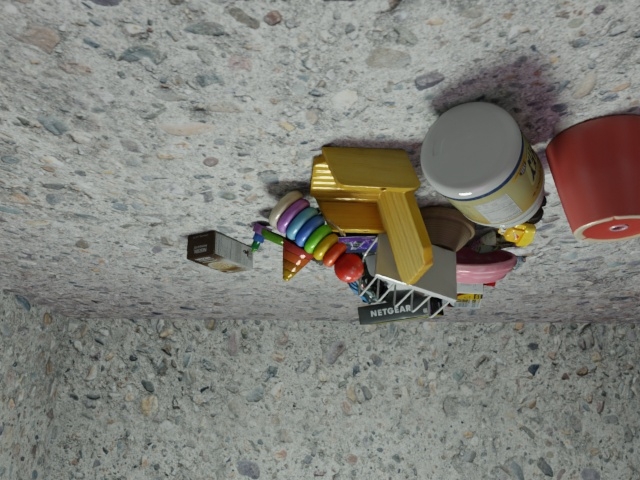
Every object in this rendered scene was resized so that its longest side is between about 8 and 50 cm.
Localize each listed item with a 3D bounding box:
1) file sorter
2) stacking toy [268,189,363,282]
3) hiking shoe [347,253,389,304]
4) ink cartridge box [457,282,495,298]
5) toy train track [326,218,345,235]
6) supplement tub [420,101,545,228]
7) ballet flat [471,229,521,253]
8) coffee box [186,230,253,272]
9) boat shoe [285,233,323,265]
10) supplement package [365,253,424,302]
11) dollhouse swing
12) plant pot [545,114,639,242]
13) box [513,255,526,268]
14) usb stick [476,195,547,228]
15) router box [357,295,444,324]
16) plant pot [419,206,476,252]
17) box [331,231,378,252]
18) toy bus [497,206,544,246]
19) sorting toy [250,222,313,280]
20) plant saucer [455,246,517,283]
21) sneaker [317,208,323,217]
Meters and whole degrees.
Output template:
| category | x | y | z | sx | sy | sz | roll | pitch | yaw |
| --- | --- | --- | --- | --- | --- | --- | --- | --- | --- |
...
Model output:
| category | x | y | z | sx | sy | sz | roll | pitch | yaw |
| --- | --- | --- | --- | --- | --- | --- | --- | --- | --- |
| file sorter | 0.284 | 0.117 | 1.792 | 0.278 | 0.193 | 0.173 | 18 | 141 | -10 |
| stacking toy | 0.000 | 0.000 | 1.660 | 0.330 | 0.141 | 0.141 | 43 | 163 | 9 |
| hiking shoe | 0.135 | 0.140 | 2.173 | 0.304 | 0.113 | 0.132 | 53 | 140 | -8 |
| ink cartridge box | 0.691 | 0.225 | 2.552 | 0.272 | 0.130 | 0.309 | 1 | 162 | 15 |
| toy train track | 0.049 | -0.042 | 1.617 | 0.014 | 0.083 | 0.048 | -40 | 146 | -12 |
| supplement tub | 0.400 | -0.165 | 1.301 | 0.228 | 0.228 | 0.316 | -12 | 158 | 32 |
| ballet flat | 0.673 | -0.005 | 2.021 | 0.221 | 0.077 | 0.079 | -7 | 142 | 12 |
| coffee box | -0.394 | 0.052 | 2.149 | 0.141 | 0.098 | 0.246 | -11 | 158 | 29 |
| boat shoe | -0.059 | 0.026 | 1.933 | 0.112 | 0.095 | 0.335 | 39 | 166 | -23 |
| supplement package | 0.310 | 0.154 | 2.304 | 0.203 | 0.149 | 0.194 | 30 | 148 | -34 |
| dollhouse swing | 0.130 | -0.046 | 1.543 | 0.315 | 0.305 | 0.347 | 1 | 162 | -4 |
| plant pot | 0.719 | -0.138 | 1.353 | 0.275 | 0.243 | 0.275 | 0 | 161 | 0 |
| box | 0.828 | 0.100 | 2.372 | 0.094 | 0.027 | 0.137 | 1 | 161 | 3 |
| usb stick | 0.613 | -0.093 | 1.791 | 0.077 | 0.045 | 0.278 | 5 | 162 | -32 |
| router box | 0.345 | 0.301 | 2.313 | 0.309 | 0.081 | 0.243 | -13 | 167 | 24 |
| plant pot | 0.407 | -0.014 | 1.863 | 0.237 | 0.109 | 0.237 | 10 | 158 | 4 |
| box | 0.164 | -0.029 | 1.907 | 0.261 | 0.103 | 0.184 | -2 | 163 | 8 |
| toy bus | 0.496 | -0.106 | 1.507 | 0.211 | 0.220 | 0.149 | 5 | 159 | 6 |
| sorting toy | -0.152 | 0.041 | 1.843 | 0.127 | 0.126 | 0.365 | 22 | -178 | -35 |
| plant saucer | 0.566 | 0.093 | 2.049 | 0.332 | 0.084 | 0.332 | -3 | -170 | 0 |
| sneaker | 0.037 | -0.096 | 1.816 | 0.109 | 0.040 | 0.044 | -6 | 175 | 31 |
